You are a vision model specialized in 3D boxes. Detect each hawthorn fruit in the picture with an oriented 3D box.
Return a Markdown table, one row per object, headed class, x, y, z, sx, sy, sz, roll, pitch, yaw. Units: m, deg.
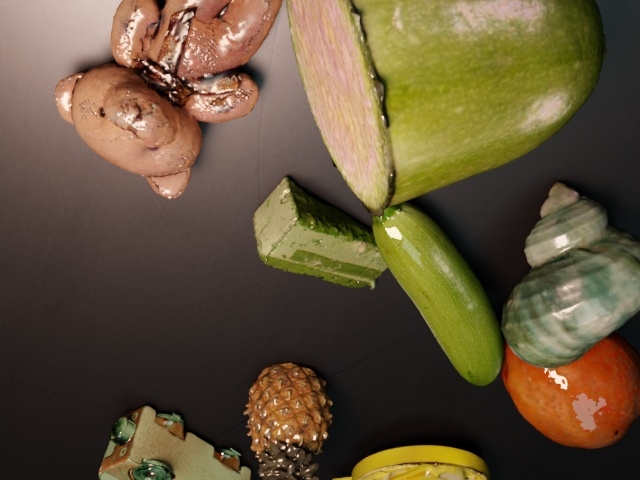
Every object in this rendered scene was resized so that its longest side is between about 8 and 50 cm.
| class | x | y | z | sx | sy | sz | roll | pitch | yaw |
| --- | --- | --- | --- | --- | --- | --- | --- | --- | --- |
| hawthorn fruit | 0.389 | 0.213 | 1.063 | 0.262 | 0.210 | 0.211 | 34 | 121 | 5 |

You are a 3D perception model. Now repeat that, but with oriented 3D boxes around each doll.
| class | x | y | z | sx | sy | sz | roll | pitch | yaw |
| --- | --- | --- | --- | --- | --- | --- | --- | --- | --- |
| doll | -0.170 | -0.195 | 0.754 | 0.201 | 0.156 | 0.303 | 36 | 113 | -18 |

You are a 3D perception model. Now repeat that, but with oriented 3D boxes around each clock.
| class | x | y | z | sx | sy | sz | roll | pitch | yaw |
| --- | --- | --- | --- | --- | --- | --- | --- | --- | --- |
| clock | 0.198 | 0.479 | 1.314 | 0.293 | 0.071 | 0.277 | -25 | 133 | 28 |

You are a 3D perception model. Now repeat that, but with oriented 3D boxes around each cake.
| class | x | y | z | sx | sy | sz | roll | pitch | yaw |
| --- | --- | --- | --- | --- | --- | --- | --- | --- | --- |
| cake | 0.009 | -0.004 | 0.975 | 0.235 | 0.099 | 0.100 | 18 | 126 | -42 |

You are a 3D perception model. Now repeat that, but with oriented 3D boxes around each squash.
| class | x | y | z | sx | sy | sz | roll | pitch | yaw |
| --- | --- | --- | --- | --- | --- | --- | --- | --- | --- |
| squash | 0.149 | -0.219 | 0.693 | 0.308 | 0.310 | 0.310 | -20 | 126 | -7 |
| squash | 0.186 | 0.074 | 0.987 | 0.107 | 0.107 | 0.395 | -28 | 116 | 17 |

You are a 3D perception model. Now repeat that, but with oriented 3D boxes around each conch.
| class | x | y | z | sx | sy | sz | roll | pitch | yaw |
| --- | --- | --- | --- | --- | --- | --- | --- | --- | --- |
| conch | 0.365 | 0.053 | 0.935 | 0.195 | 0.220 | 0.277 | -7 | 93 | -35 |

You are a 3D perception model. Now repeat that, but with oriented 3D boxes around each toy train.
| class | x | y | z | sx | sy | sz | roll | pitch | yaw |
| --- | --- | --- | --- | --- | --- | --- | --- | --- | --- |
| toy train | -0.278 | 0.437 | 1.227 | 0.159 | 0.129 | 0.326 | -32 | 123 | 26 |

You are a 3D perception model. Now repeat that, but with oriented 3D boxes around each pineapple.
| class | x | y | z | sx | sy | sz | roll | pitch | yaw |
| --- | --- | --- | --- | --- | --- | --- | --- | --- | --- |
| pineapple | -0.059 | 0.345 | 1.077 | 0.157 | 0.279 | 0.158 | 1 | 126 | 1 |
